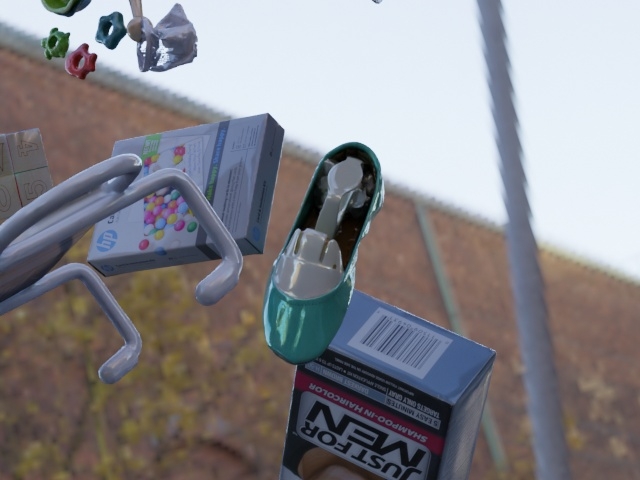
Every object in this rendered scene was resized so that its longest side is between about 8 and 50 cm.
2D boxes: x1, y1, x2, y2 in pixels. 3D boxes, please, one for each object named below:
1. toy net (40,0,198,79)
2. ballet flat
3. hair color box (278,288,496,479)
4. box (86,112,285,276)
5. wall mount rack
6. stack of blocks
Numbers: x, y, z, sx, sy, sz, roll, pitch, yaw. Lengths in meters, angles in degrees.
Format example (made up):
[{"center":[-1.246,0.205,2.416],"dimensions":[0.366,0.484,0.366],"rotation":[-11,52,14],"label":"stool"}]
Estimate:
[{"center":[-0.224,-0.221,2.043],"dimensions":[0.045,0.232,0.122],"rotation":[16,-81,-49],"label":"toy net"},{"center":[0.000,0.000,1.810],"dimensions":[0.083,0.247,0.087],"rotation":[11,-39,13],"label":"ballet flat"},{"center":[0.061,0.254,2.138],"dimensions":[0.113,0.185,0.374],"rotation":[-45,-28,-46],"label":"hair color box"},{"center":[-0.132,-0.044,1.894],"dimensions":[0.186,0.145,0.038],"rotation":[-9,-34,30],"label":"box"},{"center":[-0.219,0.082,1.271],"dimensions":[0.304,0.130,0.350],"rotation":[-31,-4,-32],"label":"wall mount rack"},{"center":[-0.444,-0.038,1.968],"dimensions":[0.297,0.087,0.171],"rotation":[-16,5,-41],"label":"stack of blocks"}]
